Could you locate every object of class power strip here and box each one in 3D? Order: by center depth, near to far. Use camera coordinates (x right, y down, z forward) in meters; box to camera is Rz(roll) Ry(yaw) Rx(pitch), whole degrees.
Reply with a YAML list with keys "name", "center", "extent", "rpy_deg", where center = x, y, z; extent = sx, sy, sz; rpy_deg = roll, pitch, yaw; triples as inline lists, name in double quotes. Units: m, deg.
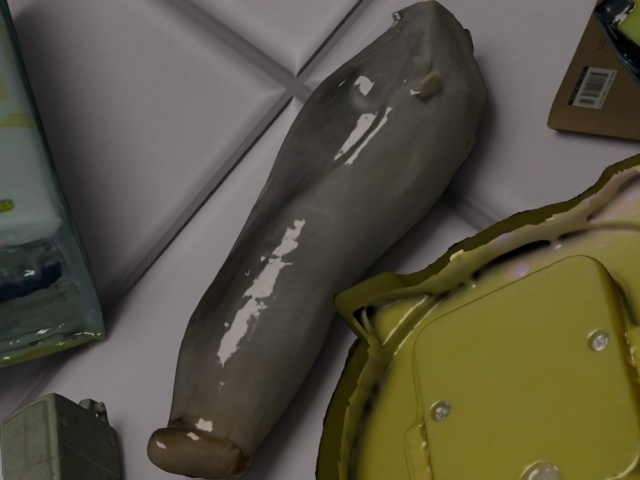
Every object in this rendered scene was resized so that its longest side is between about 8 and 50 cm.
- name: "power strip"
  center: [-0.158, 0.216, 1.235]
  extent: [0.052, 0.078, 0.272]
  rpy_deg: [-29, 48, 22]

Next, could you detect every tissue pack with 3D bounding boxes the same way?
- name: "tissue pack"
  center: [-0.345, -0.062, 1.453]
  extent: [0.287, 0.162, 0.388]
  rpy_deg: [-16, 46, -8]

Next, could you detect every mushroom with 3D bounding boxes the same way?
- name: "mushroom"
  center: [-0.002, 0.000, 1.254]
  extent: [0.109, 0.097, 0.351]
  rpy_deg: [28, 85, 48]

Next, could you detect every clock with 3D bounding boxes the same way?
- name: "clock"
  center: [0.130, 0.104, 1.091]
  extent: [0.277, 0.071, 0.293]
  rpy_deg: [-21, 46, 25]

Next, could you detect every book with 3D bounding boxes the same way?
- name: "book"
  center: [0.243, -0.115, 1.192]
  extent: [0.199, 0.016, 0.138]
  rpy_deg: [12, 70, 42]

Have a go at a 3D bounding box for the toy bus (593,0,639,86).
- name: "toy bus"
  center: [0.283, -0.070, 1.037]
  extent: [0.150, 0.128, 0.262]
  rpy_deg: [-45, 52, 2]
